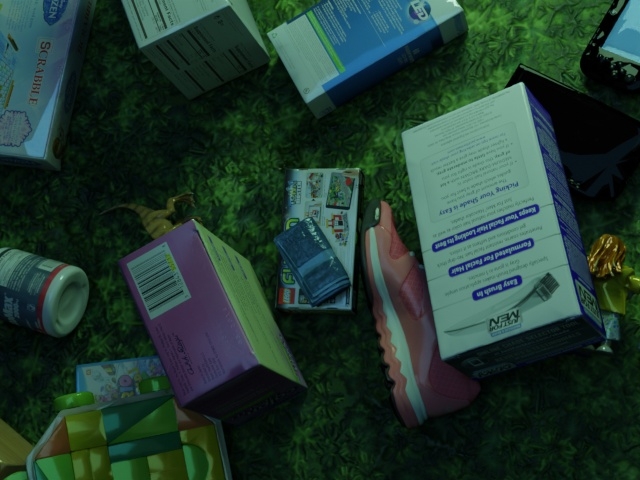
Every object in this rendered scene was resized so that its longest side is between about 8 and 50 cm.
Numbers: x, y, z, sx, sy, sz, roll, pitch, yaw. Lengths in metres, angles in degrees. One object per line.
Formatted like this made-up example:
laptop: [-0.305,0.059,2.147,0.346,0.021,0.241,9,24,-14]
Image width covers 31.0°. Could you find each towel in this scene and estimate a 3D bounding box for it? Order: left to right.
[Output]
towel: [-0.011,0.029,1.602,0.067,0.029,0.119,-32,70,4]

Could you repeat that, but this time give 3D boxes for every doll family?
doll family: [0.417,0.073,1.473,0.262,0.118,0.163,9,78,16]

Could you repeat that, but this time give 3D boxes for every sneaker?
sneaker: [0.134,0.090,1.562,0.136,0.116,0.314,-12,78,-1]

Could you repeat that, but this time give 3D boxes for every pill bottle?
pill bottle: [-0.444,0.070,1.700,0.180,0.108,0.108,15,80,18]

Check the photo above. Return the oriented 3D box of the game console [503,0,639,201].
game console: [0.392,-0.237,1.601,0.213,0.044,0.361,30,84,19]

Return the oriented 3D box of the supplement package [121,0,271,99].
supplement package: [-0.206,-0.379,1.704,0.145,0.204,0.262,-24,71,8]

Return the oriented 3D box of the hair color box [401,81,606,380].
hair color box: [0.229,-0.012,1.478,0.185,0.110,0.339,-21,57,24]

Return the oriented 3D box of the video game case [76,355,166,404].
video game case: [-0.273,0.230,1.664,0.166,0.015,0.119,-8,74,12]

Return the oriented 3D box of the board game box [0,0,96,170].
board game box: [-0.536,-0.283,1.826,0.317,0.066,0.319,8,78,11]

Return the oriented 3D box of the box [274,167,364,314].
box: [0.000,0.000,1.642,0.114,0.036,0.207,1,76,15]

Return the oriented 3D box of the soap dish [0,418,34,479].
soap dish: [-0.562,0.329,1.657,0.290,0.118,0.229,34,86,19]

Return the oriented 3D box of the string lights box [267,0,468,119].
string lights box: [0.069,-0.304,1.682,0.259,0.077,0.133,-30,71,5]

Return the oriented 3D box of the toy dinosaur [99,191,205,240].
toy dinosaur: [-0.237,-0.029,1.687,0.112,0.064,0.211,-25,43,-21]

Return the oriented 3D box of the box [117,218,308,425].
box: [-0.138,0.116,1.537,0.117,0.243,0.214,-29,71,6]

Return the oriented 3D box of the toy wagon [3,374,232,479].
toy wagon: [-0.293,0.335,1.558,0.344,0.068,0.267,-10,79,-12]
